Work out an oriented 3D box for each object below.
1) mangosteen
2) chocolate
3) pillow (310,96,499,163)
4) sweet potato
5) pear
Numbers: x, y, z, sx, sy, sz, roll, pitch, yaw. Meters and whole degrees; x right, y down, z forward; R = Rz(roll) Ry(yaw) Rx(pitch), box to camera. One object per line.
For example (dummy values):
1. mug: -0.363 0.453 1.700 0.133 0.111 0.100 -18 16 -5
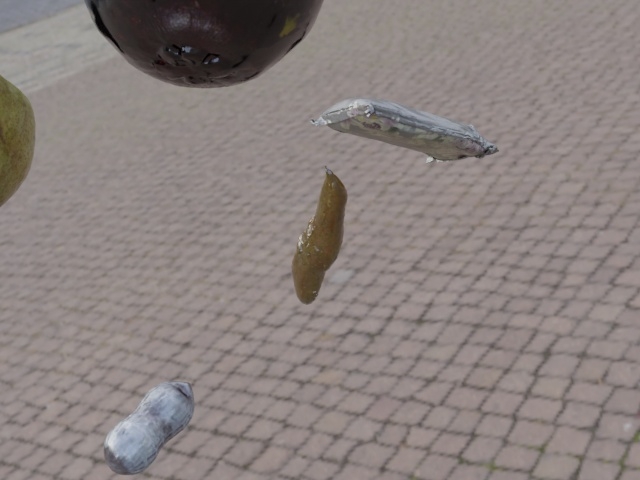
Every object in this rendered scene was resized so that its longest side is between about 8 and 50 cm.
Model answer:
1. mangosteen: -0.105 -0.272 0.921 0.228 0.228 0.266 -6 68 24
2. chocolate: -0.225 0.248 1.333 0.072 0.072 0.167 -3 28 31
3. pillow: 0.132 -0.168 1.482 0.255 0.059 0.169 13 -4 -29
4. sweet potato: 0.000 0.000 1.451 0.067 0.274 0.067 8 41 -7
5. pear: -0.482 -0.125 1.294 0.188 0.228 0.211 5 72 29
